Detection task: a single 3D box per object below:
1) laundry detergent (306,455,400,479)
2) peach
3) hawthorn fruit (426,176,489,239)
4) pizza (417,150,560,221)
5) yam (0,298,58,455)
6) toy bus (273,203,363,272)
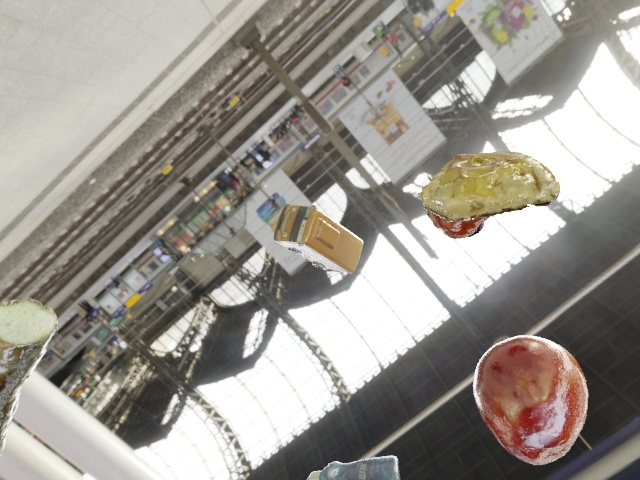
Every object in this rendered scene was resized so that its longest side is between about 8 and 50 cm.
[{"bbox_3d":[0.095,0.722,1.289,0.289,0.094,0.143,-7,-169,8],"label":"laundry detergent"},{"bbox_3d":[0.402,0.304,0.828,0.199,0.244,0.243,2,-143,29],"label":"peach"},{"bbox_3d":[0.303,-0.086,0.961,0.148,0.172,0.148,-42,167,-11],"label":"hawthorn fruit"},{"bbox_3d":[0.148,-0.057,0.401,0.099,0.036,0.160,-23,-162,1],"label":"pizza"},{"bbox_3d":[-0.329,0.159,0.424,0.253,0.061,0.061,-53,-172,24],"label":"yam"},{"bbox_3d":[0.000,0.000,0.981,0.114,0.201,0.098,3,-112,43],"label":"toy bus"}]
